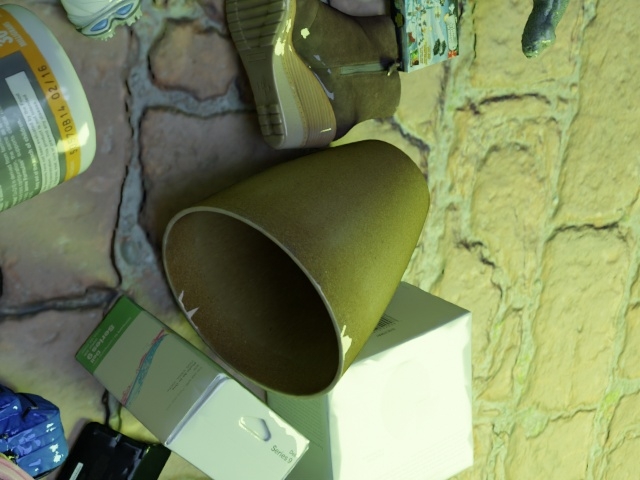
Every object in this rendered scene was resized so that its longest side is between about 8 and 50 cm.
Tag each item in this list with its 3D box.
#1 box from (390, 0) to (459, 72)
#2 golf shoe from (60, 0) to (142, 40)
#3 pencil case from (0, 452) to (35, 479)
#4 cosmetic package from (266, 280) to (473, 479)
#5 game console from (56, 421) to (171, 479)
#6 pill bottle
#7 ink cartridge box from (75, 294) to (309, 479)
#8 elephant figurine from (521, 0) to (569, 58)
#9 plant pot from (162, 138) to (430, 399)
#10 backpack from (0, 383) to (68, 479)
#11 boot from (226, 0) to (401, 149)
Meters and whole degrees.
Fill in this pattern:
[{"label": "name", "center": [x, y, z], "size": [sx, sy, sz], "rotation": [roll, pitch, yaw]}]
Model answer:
[{"label": "box", "center": [0.121, -0.273, 1.251], "size": [0.094, 0.027, 0.137], "rotation": [-23, 120, -37]}, {"label": "golf shoe", "center": [-0.171, -0.267, 1.009], "size": [0.176, 0.069, 0.086], "rotation": [-42, 121, -19]}, {"label": "pencil case", "center": [-0.365, 0.184, 0.820], "size": [0.167, 0.386, 0.160], "rotation": [26, 82, -43]}, {"label": "cosmetic package", "center": [0.062, 0.199, 1.315], "size": [0.224, 0.138, 0.224], "rotation": [-19, 116, -32]}, {"label": "game console", "center": [-0.236, 0.268, 1.192], "size": [0.107, 0.071, 0.122], "rotation": [28, 88, -11]}, {"label": "pill bottle", "center": [-0.341, -0.075, 0.883], "size": [0.278, 0.162, 0.162], "rotation": [-30, 122, -27]}, {"label": "ink cartridge box", "center": [-0.133, 0.162, 1.099], "size": [0.093, 0.212, 0.154], "rotation": [-53, 130, -10]}, {"label": "elephant figurine", "center": [0.255, -0.368, 1.254], "size": [0.169, 0.186, 0.239], "rotation": [33, 114, -7]}, {"label": "plant pot", "center": [0.000, 0.000, 1.160], "size": [0.254, 0.237, 0.237], "rotation": [-43, 129, -37]}, {"label": "backpack", "center": [-0.311, 0.192, 1.049], "size": [0.120, 0.098, 0.101], "rotation": [-15, 112, -32]}, {"label": "boot", "center": [0.002, -0.229, 1.165], "size": [0.207, 0.090, 0.248], "rotation": [-26, 117, -45]}]
